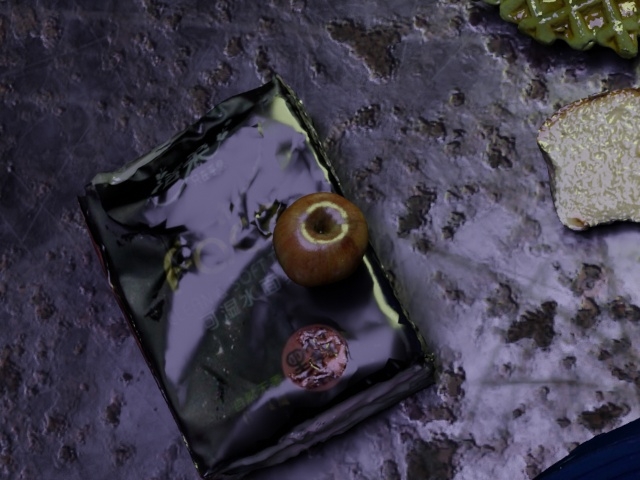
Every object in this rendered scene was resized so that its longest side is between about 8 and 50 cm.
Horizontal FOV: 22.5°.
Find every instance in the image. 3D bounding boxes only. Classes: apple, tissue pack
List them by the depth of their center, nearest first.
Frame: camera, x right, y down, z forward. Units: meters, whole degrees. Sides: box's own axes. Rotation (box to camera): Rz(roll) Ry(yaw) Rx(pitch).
[{"bbox_3d":[0.000,0.000,1.393,0.084,0.071,0.084,0,72,0],"label":"apple"},{"bbox_3d":[-0.067,0.035,1.494,0.245,0.123,0.332,-28,67,5],"label":"tissue pack"}]

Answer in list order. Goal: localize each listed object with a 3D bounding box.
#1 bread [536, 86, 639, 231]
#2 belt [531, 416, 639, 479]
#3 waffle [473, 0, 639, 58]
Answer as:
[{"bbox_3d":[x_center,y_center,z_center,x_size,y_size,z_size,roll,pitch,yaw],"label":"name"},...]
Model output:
[{"bbox_3d":[0.264,-0.070,1.449,0.129,0.044,0.126,-9,79,15],"label":"bread"},{"bbox_3d":[0.241,0.265,1.262,0.347,0.117,0.212,-35,80,24],"label":"belt"},{"bbox_3d":[0.257,-0.272,1.504,0.208,0.054,0.214,26,79,28],"label":"waffle"}]
